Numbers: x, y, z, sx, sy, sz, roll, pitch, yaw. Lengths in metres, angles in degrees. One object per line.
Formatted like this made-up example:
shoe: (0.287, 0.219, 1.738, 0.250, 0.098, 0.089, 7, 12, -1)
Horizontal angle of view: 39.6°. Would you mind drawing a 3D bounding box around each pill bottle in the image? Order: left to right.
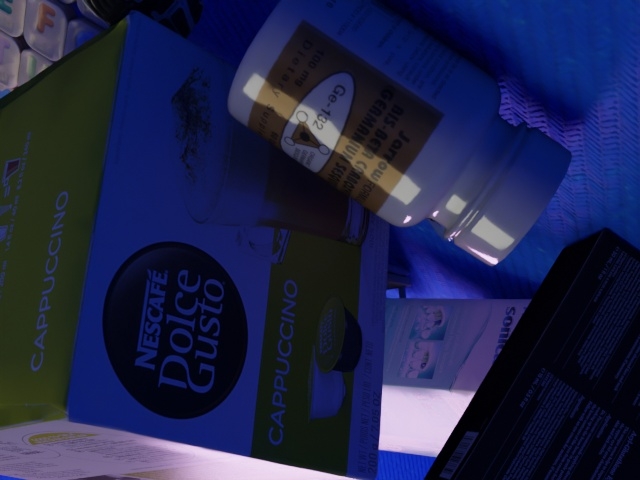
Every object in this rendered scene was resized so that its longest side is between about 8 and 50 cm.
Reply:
pill bottle: (0.059, -0.085, 0.652, 0.229, 0.131, 0.131, 34, 167, 1)

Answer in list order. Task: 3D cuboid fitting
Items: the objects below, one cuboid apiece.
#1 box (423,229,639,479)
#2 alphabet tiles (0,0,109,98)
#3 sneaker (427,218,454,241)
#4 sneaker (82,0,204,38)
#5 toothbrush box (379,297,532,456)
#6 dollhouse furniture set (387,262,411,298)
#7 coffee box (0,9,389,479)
box: (0.241, 0.153, 0.777, 0.184, 0.261, 0.103, 34, 167, 1)
alphabet tiles: (-0.307, -0.209, 0.993, 0.284, 0.021, 0.278, 32, 129, 10)
sneaker: (0.083, -0.046, 0.869, 0.162, 0.073, 0.063, 43, 165, -33)
sneaker: (-0.203, -0.280, 0.736, 0.279, 0.107, 0.118, 46, -178, -31)
toothbrush box: (0.161, 0.175, 1.091, 0.296, 0.126, 0.216, -3, 144, 35)
dollhouse furniture set: (0.000, 0.000, 1.278, 0.303, 0.198, 0.286, -11, 168, 30)
coffee box: (-0.169, 0.052, 0.856, 0.338, 0.337, 0.334, -17, 150, 41)
